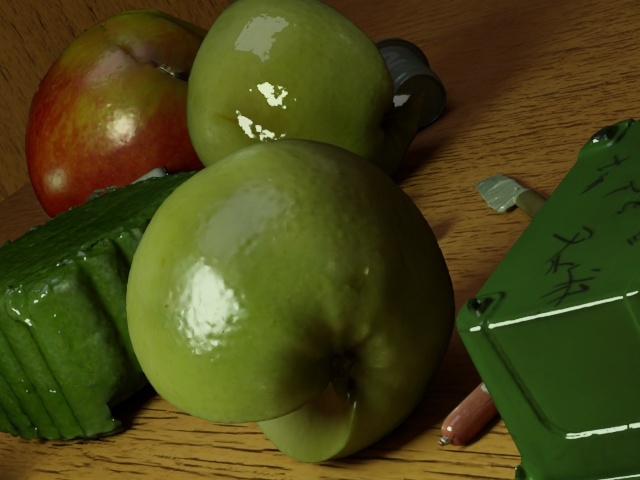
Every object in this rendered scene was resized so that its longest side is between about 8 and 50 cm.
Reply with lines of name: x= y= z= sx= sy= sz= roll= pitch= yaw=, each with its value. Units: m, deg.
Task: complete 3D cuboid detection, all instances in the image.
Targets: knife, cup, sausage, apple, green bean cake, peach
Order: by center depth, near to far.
sausage: x=0.176 y=0.104 z=1.521 sx=0.223 sy=0.029 sz=0.029 roll=-40 pitch=17 yaw=-25
apple: x=-0.024 y=0.058 z=1.585 sx=0.292 sy=0.292 sz=0.254 roll=-35 pitch=36 yaw=-7
knife: x=0.208 y=-0.044 z=1.929 sx=0.047 sy=0.017 sz=0.298 roll=-39 pitch=16 yaw=1
green bean cake: x=-0.256 y=0.077 z=2.148 sx=0.319 sy=0.218 sz=0.335 roll=-36 pitch=19 yaw=-34
apple: x=-0.026 y=-0.150 z=2.240 sx=0.258 sy=0.295 sz=0.233 roll=16 pitch=71 yaw=28
cup: x=0.112 y=-0.208 z=2.460 sx=0.120 sy=0.120 sz=0.141 roll=-33 pitch=29 yaw=-2
peach: x=-0.264 y=-0.158 z=2.655 sx=0.370 sy=0.370 sz=0.370 roll=-30 pitch=16 yaw=9

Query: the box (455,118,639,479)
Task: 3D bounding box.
box: x=0.262 y=0.027 z=1.313 sx=0.253 sy=0.177 sz=0.328 roll=-19 pitch=20 yaw=44

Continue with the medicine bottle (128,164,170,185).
medicine bottle: x=-0.288 y=0.021 z=2.464 sx=0.258 sy=0.143 sz=0.143 roll=-31 pitch=16 yaw=1
